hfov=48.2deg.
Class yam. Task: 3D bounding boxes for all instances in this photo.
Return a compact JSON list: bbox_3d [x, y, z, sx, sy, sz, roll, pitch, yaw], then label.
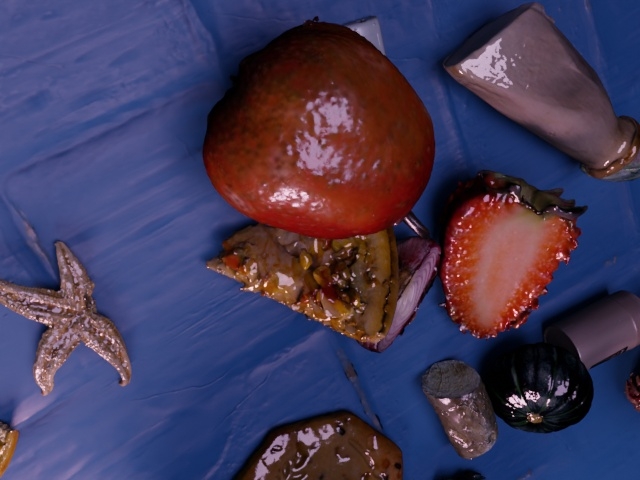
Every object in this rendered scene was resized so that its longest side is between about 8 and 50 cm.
[{"bbox_3d":[0.262,0.310,1.305,0.107,0.107,0.183,-32,116,-14],"label":"yam"}]

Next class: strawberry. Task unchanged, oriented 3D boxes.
[{"bbox_3d":[0.294,0.016,1.243,0.233,0.138,0.306,16,123,-8],"label":"strawberry"}]

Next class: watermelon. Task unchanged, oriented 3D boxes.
[{"bbox_3d":[0.577,-0.156,1.354,0.180,0.081,0.094,-21,86,-24],"label":"watermelon"}]

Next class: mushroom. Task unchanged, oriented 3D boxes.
[{"bbox_3d":[0.384,-0.247,1.192,0.407,0.137,0.154,27,80,-30],"label":"mushroom"}]

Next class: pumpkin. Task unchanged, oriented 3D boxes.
[{"bbox_3d":[0.402,0.275,1.317,0.150,0.194,0.194,-45,118,-29],"label":"pumpkin"}]

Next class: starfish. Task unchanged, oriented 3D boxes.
[{"bbox_3d":[-0.362,0.126,0.999,0.138,0.050,0.247,-26,110,-15],"label":"starfish"}]

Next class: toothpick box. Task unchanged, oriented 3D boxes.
[{"bbox_3d":[0.538,0.178,1.387,0.180,0.111,0.111,-22,112,-17],"label":"toothpick box"}]

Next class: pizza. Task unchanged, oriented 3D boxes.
[{"bbox_3d":[0.000,0.000,1.084,0.287,0.074,0.251,23,62,0],"label":"pizza"},{"bbox_3d":[-0.493,0.314,0.995,0.099,0.036,0.160,41,85,-27],"label":"pizza"}]

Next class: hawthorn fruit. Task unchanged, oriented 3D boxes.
[{"bbox_3d":[0.022,-0.114,0.975,0.369,0.285,0.285,40,86,-22],"label":"hawthorn fruit"}]

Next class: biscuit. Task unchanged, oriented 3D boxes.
[{"bbox_3d":[-0.006,0.466,1.254,0.359,0.046,0.359,-6,105,-23],"label":"biscuit"}]

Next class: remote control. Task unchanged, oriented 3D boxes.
[{"bbox_3d":[0.081,-0.260,1.109,0.061,0.029,0.162,-23,111,-19],"label":"remote control"}]

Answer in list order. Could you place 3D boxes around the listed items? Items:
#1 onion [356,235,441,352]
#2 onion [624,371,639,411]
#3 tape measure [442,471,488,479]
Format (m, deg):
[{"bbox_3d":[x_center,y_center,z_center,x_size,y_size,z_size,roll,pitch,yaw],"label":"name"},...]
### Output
[{"bbox_3d":[0.111,0.082,1.177,0.206,0.098,0.151,-55,155,-16],"label":"onion"},{"bbox_3d":[0.742,0.281,1.431,0.285,0.348,0.347,-27,122,32],"label":"onion"},{"bbox_3d":[0.285,0.517,1.367,0.125,0.081,0.146,6,77,-36],"label":"tape measure"}]
